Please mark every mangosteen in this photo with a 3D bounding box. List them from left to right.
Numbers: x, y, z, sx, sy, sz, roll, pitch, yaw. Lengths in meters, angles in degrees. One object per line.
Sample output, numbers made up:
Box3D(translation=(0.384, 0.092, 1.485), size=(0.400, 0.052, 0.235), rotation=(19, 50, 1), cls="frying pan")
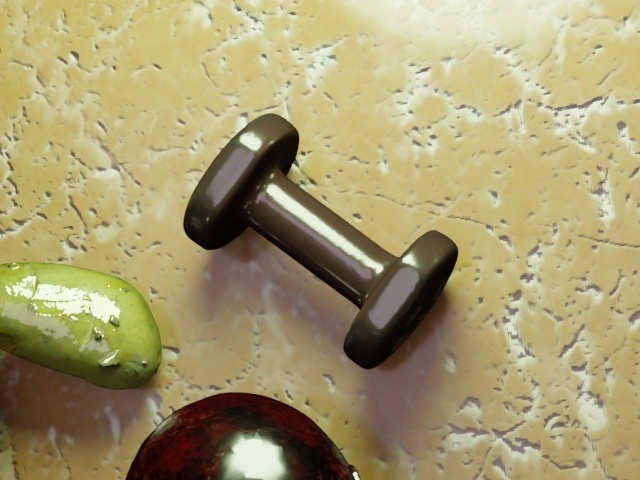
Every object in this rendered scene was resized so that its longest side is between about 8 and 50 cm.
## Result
Box3D(translation=(-0.034, 0.239, 1.332), size=(0.261, 0.235, 0.236), rotation=(-6, 82, -30), cls="mangosteen")

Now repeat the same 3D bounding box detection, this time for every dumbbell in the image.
Box3D(translation=(0.000, 0.000, 1.378), size=(0.225, 0.124, 0.140), rotation=(38, 92, 11), cls="dumbbell")

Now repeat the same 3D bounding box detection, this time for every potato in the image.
Box3D(translation=(-0.234, 0.074, 1.426), size=(0.188, 0.085, 0.105), rotation=(14, 56, -9), cls="potato")
